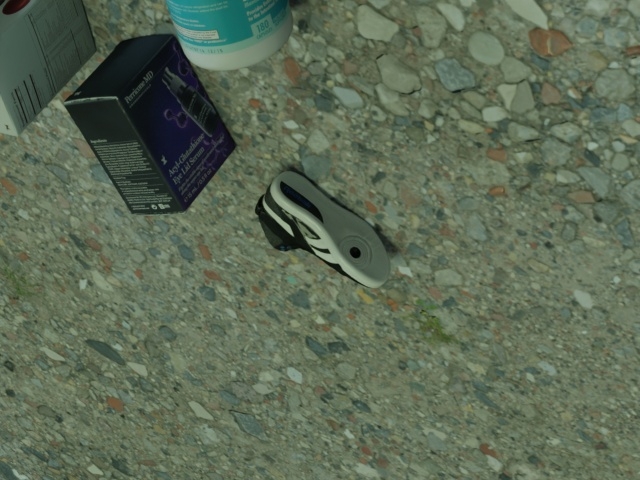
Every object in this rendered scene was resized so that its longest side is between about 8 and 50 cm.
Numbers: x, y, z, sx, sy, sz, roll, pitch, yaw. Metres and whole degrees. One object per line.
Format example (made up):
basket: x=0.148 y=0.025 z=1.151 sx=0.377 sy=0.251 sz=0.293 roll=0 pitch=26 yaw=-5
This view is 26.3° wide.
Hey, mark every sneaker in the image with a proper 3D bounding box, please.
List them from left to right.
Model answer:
sneaker: x=0.000 y=0.000 z=1.996 sx=0.217 sy=0.079 sz=0.121 roll=44 pitch=146 yaw=0

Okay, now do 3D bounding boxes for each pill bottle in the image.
pill bottle: x=-0.131 y=-0.346 z=1.645 sx=0.146 sy=0.146 sz=0.264 roll=10 pitch=137 yaw=29

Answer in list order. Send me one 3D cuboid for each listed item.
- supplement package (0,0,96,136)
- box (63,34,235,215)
supplement package: x=-0.462 y=-0.279 z=1.917 sx=0.194 sy=0.203 sz=0.149 roll=13 pitch=139 yaw=24
box: x=-0.237 y=-0.160 z=1.922 sx=0.108 sy=0.153 sz=0.207 roll=-1 pitch=132 yaw=37
